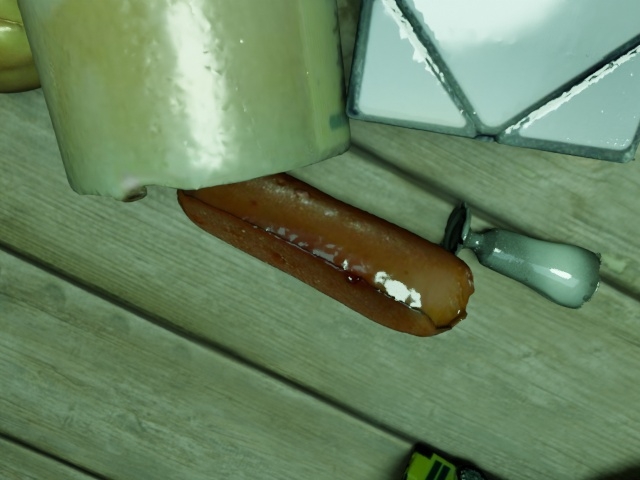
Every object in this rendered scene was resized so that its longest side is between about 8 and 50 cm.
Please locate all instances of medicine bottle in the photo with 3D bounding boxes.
[{"bbox_3d":[-0.113,-0.254,0.378,0.236,0.235,0.406,-4,108,9],"label":"medicine bottle"}]

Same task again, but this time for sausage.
[{"bbox_3d":[0.000,0.000,0.546,0.330,0.102,0.102,27,115,7],"label":"sausage"}]

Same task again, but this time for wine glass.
[{"bbox_3d":[0.214,0.016,0.557,0.155,0.072,0.072,20,115,-2],"label":"wine glass"}]

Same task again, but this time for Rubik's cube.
[{"bbox_3d":[0.137,-0.194,0.401,0.207,0.205,0.205,10,115,1],"label":"Rubik's cube"}]

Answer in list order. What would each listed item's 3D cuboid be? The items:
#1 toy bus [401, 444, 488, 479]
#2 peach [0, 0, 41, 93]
[{"bbox_3d":[0.204,0.396,0.646,0.262,0.150,0.128,24,119,24],"label":"toy bus"},{"bbox_3d":[-0.310,-0.226,0.464,0.184,0.184,0.184,3,114,6],"label":"peach"}]
